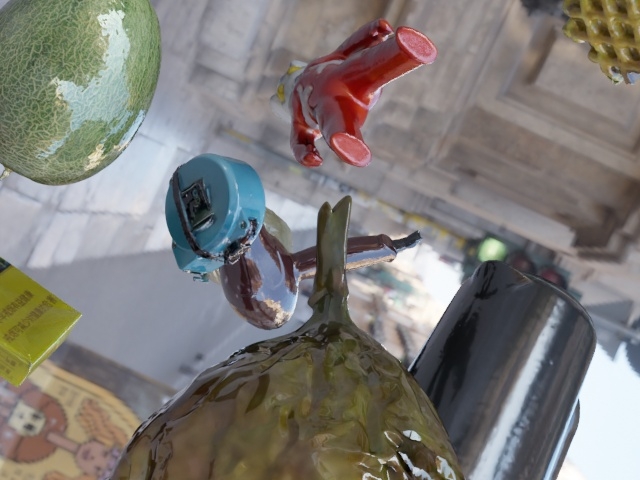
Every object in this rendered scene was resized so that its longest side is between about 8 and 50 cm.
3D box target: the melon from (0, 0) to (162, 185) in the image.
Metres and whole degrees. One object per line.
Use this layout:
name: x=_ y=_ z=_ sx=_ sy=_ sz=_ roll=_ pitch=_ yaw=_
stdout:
melon: x=-0.201 y=-0.121 z=0.818 sx=0.192 sy=0.139 sz=0.139 roll=-58 pitch=179 yaw=0

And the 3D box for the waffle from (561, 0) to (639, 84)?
waffle: x=0.445 y=-0.286 z=1.423 sx=0.051 sy=0.291 sz=0.291 roll=-45 pitch=171 yaw=-21

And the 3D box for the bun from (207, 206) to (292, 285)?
bun: x=-0.130 y=-0.001 z=1.830 sx=0.173 sy=0.167 sz=0.113 roll=111 pitch=-22 yaw=-44

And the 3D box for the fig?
fig: x=0.003 y=0.133 z=0.803 sx=0.286 sy=0.286 sz=0.368 roll=111 pitch=-9 yaw=-74

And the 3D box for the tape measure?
tape measure: x=-0.125 y=-0.037 z=1.261 sx=0.125 sy=0.146 sz=0.081 roll=-34 pitch=154 yaw=34

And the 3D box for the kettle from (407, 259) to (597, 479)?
kettle: x=0.201 y=0.215 z=1.186 sx=0.308 sy=0.262 sz=0.203 roll=-55 pitch=-171 yaw=-33

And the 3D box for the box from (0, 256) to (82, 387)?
box: x=-0.403 y=0.037 z=1.144 sx=0.041 sy=0.279 sz=0.153 roll=-53 pitch=-176 yaw=18

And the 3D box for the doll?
doll: x=0.020 y=-0.170 z=1.233 sx=0.188 sy=0.099 sz=0.384 roll=-58 pitch=-166 yaw=-3

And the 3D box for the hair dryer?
hair dryer: x=0.000 y=0.000 z=1.690 sx=0.312 sy=0.340 sz=0.123 roll=82 pitch=-8 yaw=-48

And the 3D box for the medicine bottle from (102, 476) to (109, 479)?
medicine bottle: x=-0.284 y=0.473 z=1.693 sx=0.254 sy=0.152 sz=0.152 roll=69 pitch=42 yaw=-59
